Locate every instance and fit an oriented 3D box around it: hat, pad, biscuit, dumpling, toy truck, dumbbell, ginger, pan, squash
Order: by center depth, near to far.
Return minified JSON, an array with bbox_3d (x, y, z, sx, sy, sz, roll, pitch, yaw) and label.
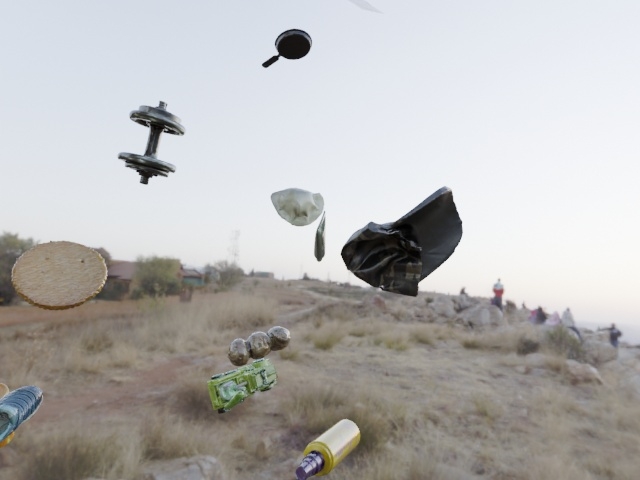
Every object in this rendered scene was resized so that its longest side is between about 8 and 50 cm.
[{"bbox_3d":[-0.184,0.315,1.262,0.204,0.080,0.104,-13,-12,-32],"label":"ginger"},{"bbox_3d":[-0.806,0.105,1.304,0.254,0.253,0.035,10,-40,-26],"label":"biscuit"},{"bbox_3d":[-0.272,0.506,1.320,0.027,0.089,0.027,37,16,-12],"label":"squash"},{"bbox_3d":[0.125,-0.759,1.344,0.113,0.006,0.187,16,25,-29],"label":"pad"},{"bbox_3d":[0.278,-0.018,1.407,0.258,0.381,0.366,16,-33,42],"label":"hat"},{"bbox_3d":[-0.572,-0.332,1.431,0.192,0.289,0.192,14,1,0],"label":"dumbbell"},{"bbox_3d":[-0.260,0.517,1.513,0.135,0.128,0.260,-23,-10,41],"label":"toy truck"},{"bbox_3d":[-0.132,-0.687,1.537,0.235,0.028,0.136,-18,-22,40],"label":"pan"},{"bbox_3d":[-0.100,-0.142,1.766,0.126,0.166,0.216,-13,-14,42],"label":"dumpling"}]

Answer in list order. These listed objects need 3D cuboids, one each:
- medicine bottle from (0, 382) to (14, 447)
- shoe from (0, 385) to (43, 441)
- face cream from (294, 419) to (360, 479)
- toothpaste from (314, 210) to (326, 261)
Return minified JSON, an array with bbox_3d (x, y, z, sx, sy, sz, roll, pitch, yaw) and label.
[{"bbox_3d":[-0.988,0.530,1.264,0.097,0.191,0.096,12,25,-6],"label":"medicine bottle"},{"bbox_3d":[-0.562,0.314,0.743,0.064,0.143,0.071,44,-54,-7],"label":"shoe"},{"bbox_3d":[0.015,0.510,1.015,0.078,0.077,0.273,-1,-6,25],"label":"face cream"},{"bbox_3d":[0.000,0.000,1.288,0.037,0.067,0.255,18,-28,8],"label":"toothpaste"}]
